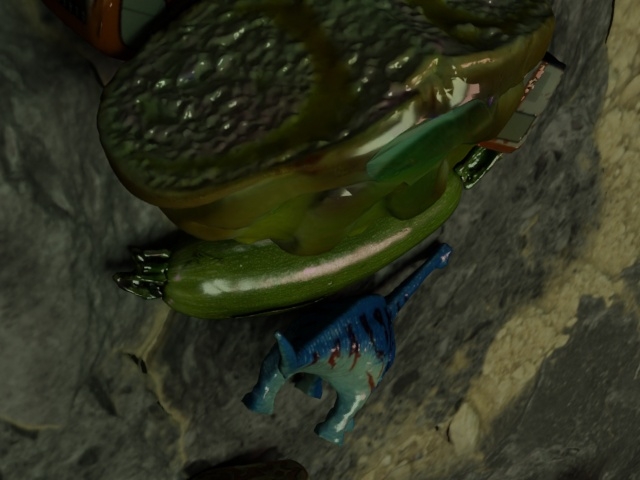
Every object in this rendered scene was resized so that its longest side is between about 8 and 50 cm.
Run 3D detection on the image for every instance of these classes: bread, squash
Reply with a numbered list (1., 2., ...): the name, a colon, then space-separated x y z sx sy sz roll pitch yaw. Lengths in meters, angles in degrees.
1. bread: 0.023 -0.073 0.736 0.261 0.158 0.156 -37 145 -5
2. squash: 0.000 0.001 0.967 0.319 0.071 0.080 -21 154 -28

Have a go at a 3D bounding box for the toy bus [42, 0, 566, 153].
1. toy bus: 0.005 -0.136 0.856 0.409 0.093 0.092 8 114 -45

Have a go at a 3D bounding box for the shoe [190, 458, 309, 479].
1. shoe: -0.059 0.220 1.071 0.109 0.072 0.069 -23 127 -30

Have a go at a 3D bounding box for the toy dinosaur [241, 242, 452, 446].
1. toy dinosaur: 0.015 0.089 1.002 0.329 0.076 0.144 -19 140 -62
